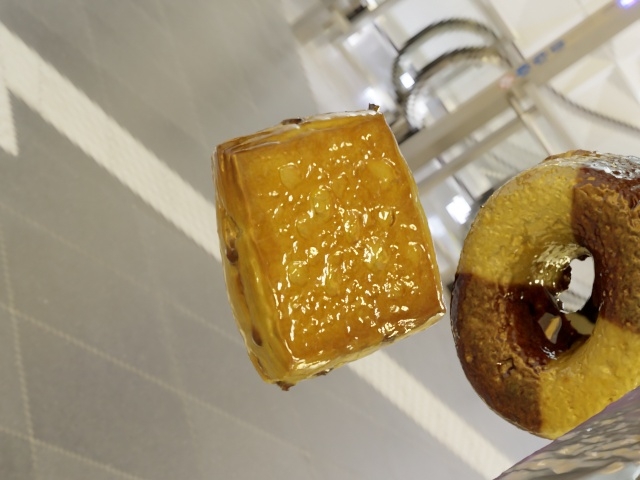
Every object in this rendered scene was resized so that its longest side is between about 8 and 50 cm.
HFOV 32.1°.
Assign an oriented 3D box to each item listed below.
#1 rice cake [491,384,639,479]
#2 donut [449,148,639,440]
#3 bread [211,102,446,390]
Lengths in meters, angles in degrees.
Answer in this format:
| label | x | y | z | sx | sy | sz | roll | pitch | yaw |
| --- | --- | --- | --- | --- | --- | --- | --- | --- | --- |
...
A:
| label | x | y | z | sx | sy | sz | roll | pitch | yaw |
| --- | --- | --- | --- | --- | --- | --- | --- | --- | --- |
| rice cake | 0.186 | 0.076 | 0.486 | 0.399 | 0.070 | 0.064 | -21 | 96 | -40 |
| donut | 0.151 | 0.037 | 0.663 | 0.166 | 0.184 | 0.073 | 21 | 12 | 35 |
| bread | 0.000 | 0.000 | 1.039 | 0.099 | 0.210 | 0.235 | -4 | -76 | 59 |
